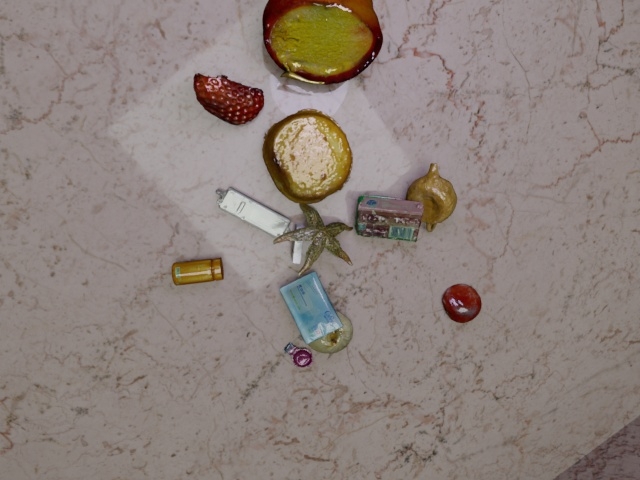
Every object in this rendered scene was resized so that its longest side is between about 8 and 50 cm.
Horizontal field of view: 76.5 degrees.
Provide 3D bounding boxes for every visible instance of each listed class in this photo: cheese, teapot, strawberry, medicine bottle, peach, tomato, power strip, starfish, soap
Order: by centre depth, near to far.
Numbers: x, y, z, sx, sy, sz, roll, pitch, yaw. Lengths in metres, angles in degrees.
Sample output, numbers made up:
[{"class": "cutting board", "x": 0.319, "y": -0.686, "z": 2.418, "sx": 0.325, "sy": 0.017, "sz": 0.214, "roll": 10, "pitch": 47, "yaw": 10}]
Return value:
[{"class": "peach", "x": 0.010, "y": -0.731, "z": 1.404, "sx": 0.407, "sy": 0.309, "sz": 0.334, "roll": 2, "pitch": 141, "yaw": 2}, {"class": "strawberry", "x": -0.326, "y": -0.492, "z": 1.441, "sx": 0.254, "sy": 0.280, "sz": 0.150, "roll": 7, "pitch": 106, "yaw": -19}, {"class": "starfish", "x": 0.001, "y": 0.000, "z": 1.604, "sx": 0.348, "sy": 0.357, "sz": 0.078, "roll": 29, "pitch": 141, "yaw": -19}, {"class": "power strip", "x": -0.273, "y": -0.113, "z": 1.647, "sx": 0.339, "sy": 0.058, "sz": 0.098, "roll": 29, "pitch": 99, "yaw": -14}, {"class": "medicine bottle", "x": -0.497, "y": 0.126, "z": 1.653, "sx": 0.192, "sy": 0.096, "sz": 0.096, "roll": -7, "pitch": 105, "yaw": -6}, {"class": "soap", "x": 0.280, "y": -0.083, "z": 1.666, "sx": 0.274, "sy": 0.098, "sz": 0.217, "roll": 6, "pitch": 128, "yaw": 5}, {"class": "teapot", "x": 0.473, "y": -0.176, "z": 1.696, "sx": 0.167, "sy": 0.204, "sz": 0.310, "roll": -47, "pitch": 137, "yaw": -37}, {"class": "cheese", "x": -0.098, "y": 0.523, "z": 1.842, "sx": 0.145, "sy": 0.038, "sz": 0.095, "roll": 40, "pitch": 94, "yaw": -9}, {"class": "tomato", "x": 0.663, "y": 0.298, "z": 1.865, "sx": 0.174, "sy": 0.099, "sz": 0.189, "roll": -27, "pitch": 105, "yaw": 1}]

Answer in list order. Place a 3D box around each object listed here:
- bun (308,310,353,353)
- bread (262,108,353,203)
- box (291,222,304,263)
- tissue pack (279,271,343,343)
[{"class": "bun", "x": 0.039, "y": 0.411, "z": 1.787, "sx": 0.223, "sy": 0.127, "sz": 0.222, "roll": -1, "pitch": 103, "yaw": -5}, {"class": "bread", "x": -0.044, "y": -0.310, "z": 1.558, "sx": 0.337, "sy": 0.204, "sz": 0.358, "roll": -28, "pitch": 107, "yaw": 4}, {"class": "box", "x": -0.094, "y": 0.012, "z": 1.690, "sx": 0.040, "sy": 0.084, "sz": 0.154, "roll": 5, "pitch": 103, "yaw": -11}, {"class": "tissue pack", "x": -0.041, "y": 0.284, "z": 1.710, "sx": 0.177, "sy": 0.089, "sz": 0.263, "roll": -27, "pitch": 78, "yaw": 0}]
